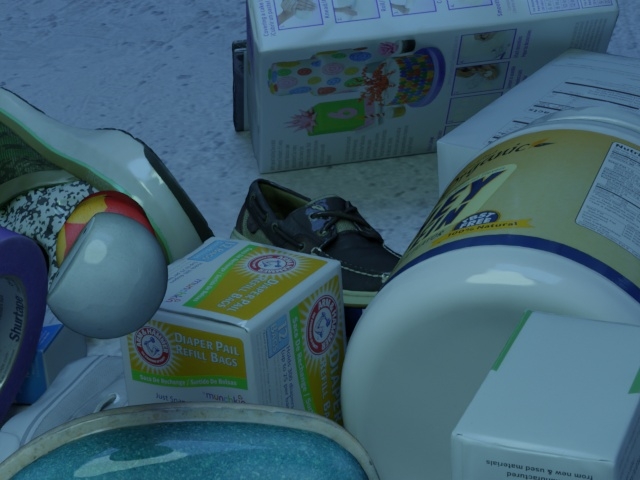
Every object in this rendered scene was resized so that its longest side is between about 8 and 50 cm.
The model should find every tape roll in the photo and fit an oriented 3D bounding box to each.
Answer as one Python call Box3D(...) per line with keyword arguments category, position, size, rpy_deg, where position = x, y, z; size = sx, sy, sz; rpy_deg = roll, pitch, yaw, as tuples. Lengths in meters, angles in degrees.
Box3D(category="tape roll", position=(-0.280, 0.071, 1.375), size=(0.080, 0.189, 0.189), rpy_deg=(22, 32, 16))

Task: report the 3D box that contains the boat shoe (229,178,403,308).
Box3D(category="boat shoe", position=(0.001, 0.000, 1.489), size=(0.080, 0.073, 0.223), rpy_deg=(-4, 14, -35))

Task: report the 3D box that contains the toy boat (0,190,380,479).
Box3D(category="toy boat", position=(-0.100, 0.129, 1.073), size=(0.268, 0.318, 0.148), rpy_deg=(-10, 15, -3))

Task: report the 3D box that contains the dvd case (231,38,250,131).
Box3D(category="dvd case", position=(0.021, -0.167, 1.919), size=(0.221, 0.164, 0.018), rpy_deg=(-7, 66, -6))

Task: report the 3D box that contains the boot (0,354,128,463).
Box3D(category="boot", position=(-0.140, 0.145, 1.311), size=(0.123, 0.095, 0.258), rpy_deg=(-6, 23, 14))

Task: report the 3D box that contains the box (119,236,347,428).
Box3D(category="box", position=(-0.050, 0.114, 1.235), size=(0.103, 0.203, 0.114), rpy_deg=(10, 29, 30))

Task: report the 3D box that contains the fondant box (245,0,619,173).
Box3D(category="fondant box", position=(0.097, -0.174, 1.798), size=(0.330, 0.238, 0.096), rpy_deg=(-8, 65, -6))

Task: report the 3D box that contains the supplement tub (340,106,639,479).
Box3D(category="supplement tub", position=(0.162, 0.053, 1.299), size=(0.228, 0.228, 0.316), rpy_deg=(4, 26, 18))

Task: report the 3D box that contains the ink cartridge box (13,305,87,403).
Box3D(category="ink cartridge box", position=(-0.260, 0.087, 1.516), size=(0.122, 0.052, 0.088), rpy_deg=(0, 25, 14))

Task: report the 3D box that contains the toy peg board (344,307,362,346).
Box3D(category="toy peg board", position=(-0.046, 0.061, 1.500), size=(0.161, 0.079, 0.161), rpy_deg=(11, 29, 30))

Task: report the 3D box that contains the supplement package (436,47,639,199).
Box3D(category="supplement package", position=(0.217, -0.058, 1.635), size=(0.134, 0.139, 0.244), rpy_deg=(13, 30, 31))

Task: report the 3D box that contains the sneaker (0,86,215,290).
Box3D(category="sneaker", position=(-0.288, -0.023, 1.678), size=(0.410, 0.158, 0.182), rpy_deg=(14, 48, 45))

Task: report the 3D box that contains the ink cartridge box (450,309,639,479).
Box3D(category="ink cartridge box", position=(0.138, 0.169, 1.072), size=(0.093, 0.212, 0.154), rpy_deg=(8, 27, 19))
